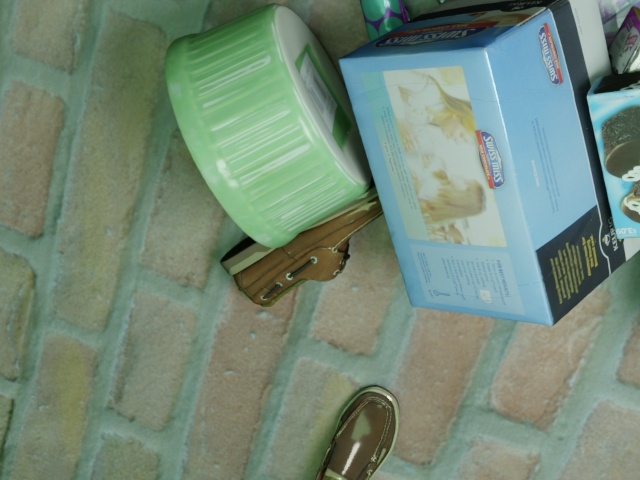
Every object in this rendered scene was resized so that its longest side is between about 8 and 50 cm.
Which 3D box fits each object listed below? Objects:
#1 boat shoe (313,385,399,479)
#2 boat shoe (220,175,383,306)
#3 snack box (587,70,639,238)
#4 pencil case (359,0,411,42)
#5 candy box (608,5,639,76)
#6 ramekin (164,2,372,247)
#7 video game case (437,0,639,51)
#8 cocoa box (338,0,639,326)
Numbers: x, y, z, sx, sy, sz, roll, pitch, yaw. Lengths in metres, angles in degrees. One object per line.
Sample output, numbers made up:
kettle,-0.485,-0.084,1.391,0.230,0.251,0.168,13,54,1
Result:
boat shoe,0.048,0.345,1.680,0.095,0.095,0.257,24,116,7
boat shoe,0.000,0.000,1.562,0.307,0.110,0.104,-27,105,35
snack box,0.469,-0.103,1.178,0.322,0.060,0.187,-5,119,28
pencil case,0.088,-0.306,1.429,0.070,0.064,0.151,-5,110,36
candy box,0.466,-0.188,1.289,0.234,0.159,0.071,23,115,-1
ramekin,-0.056,-0.156,1.410,0.148,0.303,0.303,-25,102,17
video game case,0.312,-0.315,1.377,0.274,0.026,0.196,-36,97,25
cocoa box,0.214,-0.105,1.321,0.231,0.228,0.347,6,121,47
